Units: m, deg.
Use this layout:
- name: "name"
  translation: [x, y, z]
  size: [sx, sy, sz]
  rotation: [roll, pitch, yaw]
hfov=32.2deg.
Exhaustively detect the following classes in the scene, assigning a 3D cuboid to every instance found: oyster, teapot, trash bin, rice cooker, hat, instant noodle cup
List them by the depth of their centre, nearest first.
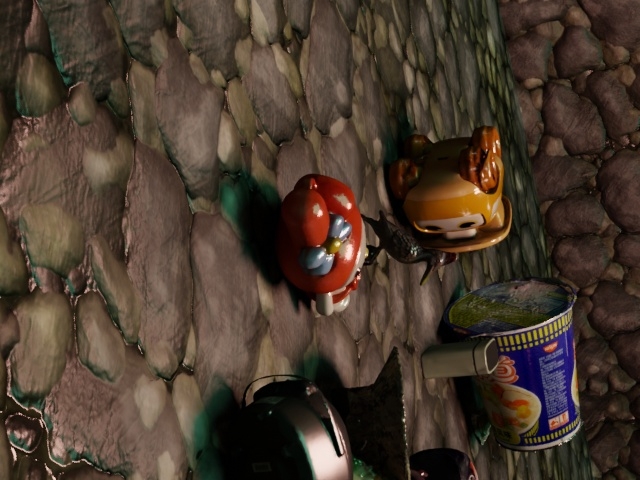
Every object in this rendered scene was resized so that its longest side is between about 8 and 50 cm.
- name: "rice cooker"
  translation: [-0.038, 0.264, 1.348]
  size: [0.118, 0.142, 0.203]
  rotation: [-19, 97, -57]
- name: "hat"
  translation: [0.067, 0.280, 1.634]
  size: [0.265, 0.129, 0.265]
  rotation: [-4, 90, -84]
- name: "teapot"
  translation: [0.147, 0.427, 1.872]
  size: [0.100, 0.068, 0.045]
  rotation: [-47, 138, -19]
- name: "trash bin"
  translation: [0.277, 0.235, 2.192]
  size: [0.116, 0.130, 0.059]
  rotation: [-16, 97, -69]
- name: "instant noodle cup"
  translation: [0.434, 0.274, 2.378]
  size: [0.284, 0.284, 0.312]
  rotation: [-53, 131, -62]
- name: "oyster"
  translation: [0.361, 0.415, 2.496]
  size: [0.098, 0.037, 0.100]
  rotation: [-28, 129, -50]

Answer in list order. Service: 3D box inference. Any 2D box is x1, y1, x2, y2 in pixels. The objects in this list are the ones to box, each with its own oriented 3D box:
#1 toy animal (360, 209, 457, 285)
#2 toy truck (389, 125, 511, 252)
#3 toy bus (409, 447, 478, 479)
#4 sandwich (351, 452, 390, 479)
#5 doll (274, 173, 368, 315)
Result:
- name: "toy animal"
  translation: [0.131, 0.010, 1.863]
  size: [0.070, 0.203, 0.105]
  rotation: [-13, 117, -67]
- name: "toy truck"
  translation: [0.265, -0.106, 2.193]
  size: [0.288, 0.204, 0.211]
  rotation: [-63, 142, -59]
- name: "toy bus"
  translation: [0.222, 0.523, 1.949]
  size: [0.147, 0.128, 0.302]
  rotation: [44, 40, -66]
- name: "sandwich"
  translation: [0.088, 0.447, 1.543]
  size: [0.109, 0.212, 0.292]
  rotation: [-46, 146, -44]
- name: "doll"
  translation: [0.000, 0.000, 1.558]
  size: [0.290, 0.130, 0.161]
  rotation: [76, 22, -57]
